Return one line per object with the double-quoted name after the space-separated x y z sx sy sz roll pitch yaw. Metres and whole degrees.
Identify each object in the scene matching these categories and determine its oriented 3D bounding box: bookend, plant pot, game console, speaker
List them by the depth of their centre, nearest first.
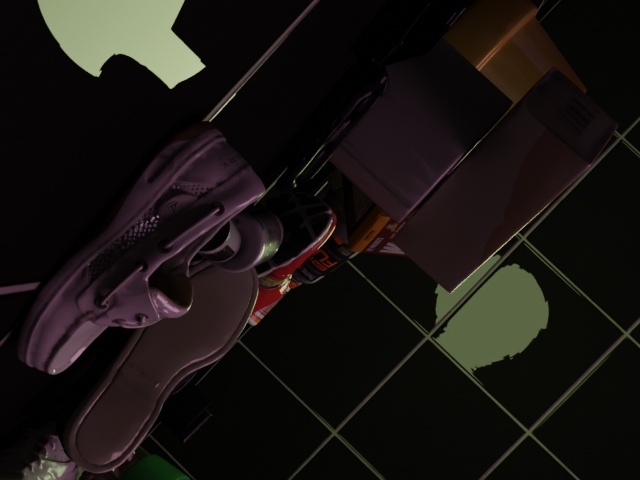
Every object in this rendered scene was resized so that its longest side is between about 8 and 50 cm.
-0.121 -0.008 0.962 0.055 0.055 0.136 -46 176 -5 "speaker"
0.055 -0.193 1.055 0.361 0.044 0.213 -49 174 26 "game console"
-0.239 0.234 1.419 0.072 0.156 0.157 -43 174 -35 "bookend"
0.319 -0.282 1.511 0.254 0.239 0.254 -47 177 -3 "plant pot"

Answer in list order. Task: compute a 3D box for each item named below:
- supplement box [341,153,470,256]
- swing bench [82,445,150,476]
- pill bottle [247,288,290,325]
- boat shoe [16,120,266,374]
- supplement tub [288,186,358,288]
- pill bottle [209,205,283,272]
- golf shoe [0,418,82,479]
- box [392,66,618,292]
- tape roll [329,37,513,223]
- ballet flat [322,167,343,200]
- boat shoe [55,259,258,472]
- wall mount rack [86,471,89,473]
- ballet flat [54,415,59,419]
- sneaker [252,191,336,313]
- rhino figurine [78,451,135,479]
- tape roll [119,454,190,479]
0.149 -0.086 1.454 0.129 0.192 0.194 128 -37 -56 "supplement box"
-0.472 0.504 1.692 0.254 0.165 0.253 -50 178 -33 "swing bench"
-0.120 0.101 1.849 0.152 0.086 0.086 -46 176 -2 "pill bottle"
-0.151 0.031 0.719 0.277 0.096 0.098 -48 176 23 "boat shoe"
0.000 0.000 1.552 0.190 0.117 0.117 -35 180 21 "supplement tub"
-0.094 -0.005 1.105 0.078 0.078 0.137 -47 176 11 "pill bottle"
-0.377 0.290 1.085 0.306 0.115 0.140 85 19 -77 "golf shoe"
0.250 -0.078 1.214 0.148 0.121 0.311 -43 175 -45 "box"
0.137 -0.166 1.266 0.246 0.169 0.246 -47 177 -4 "tape roll"
0.074 -0.146 1.597 0.241 0.091 0.077 -50 146 0 "ballet flat"
-0.217 0.146 1.132 0.113 0.127 0.340 -3 -133 54 "boat shoe"
-0.464 0.437 1.396 0.304 0.130 0.350 -49 176 -7 "wall mount rack"
-0.379 0.288 1.254 0.173 0.049 0.057 -45 177 -20 "ballet flat"
-0.075 0.031 1.257 0.279 0.107 0.118 -38 148 26 "sneaker"
-0.286 0.266 1.203 0.106 0.073 0.243 108 -10 -55 "rhino figurine"
-0.358 0.536 1.537 0.321 0.077 0.321 -53 165 -21 "tape roll"
